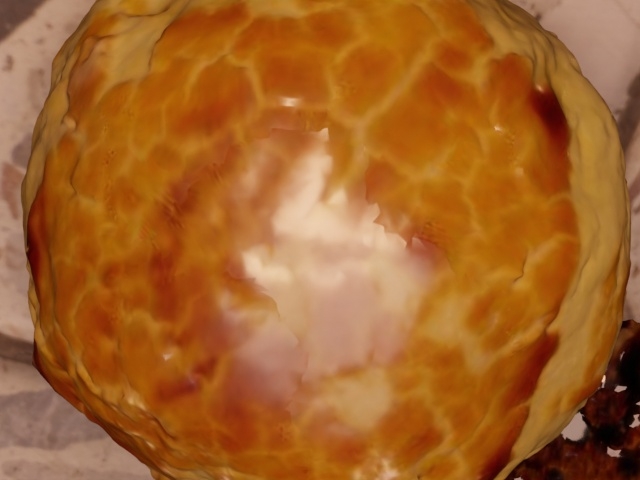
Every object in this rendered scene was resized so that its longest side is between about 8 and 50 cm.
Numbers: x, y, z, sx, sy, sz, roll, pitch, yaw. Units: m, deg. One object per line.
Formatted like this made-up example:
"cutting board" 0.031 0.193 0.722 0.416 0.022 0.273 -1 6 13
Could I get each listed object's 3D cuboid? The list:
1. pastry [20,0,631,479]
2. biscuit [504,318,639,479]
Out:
"pastry" 0.000 0.000 1.064 0.388 0.312 0.389 0 110 -1
"biscuit" 0.158 0.179 1.308 0.334 0.081 0.289 -7 115 2
